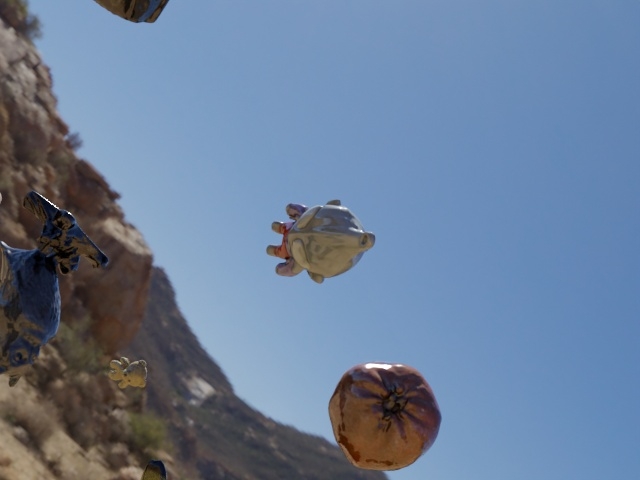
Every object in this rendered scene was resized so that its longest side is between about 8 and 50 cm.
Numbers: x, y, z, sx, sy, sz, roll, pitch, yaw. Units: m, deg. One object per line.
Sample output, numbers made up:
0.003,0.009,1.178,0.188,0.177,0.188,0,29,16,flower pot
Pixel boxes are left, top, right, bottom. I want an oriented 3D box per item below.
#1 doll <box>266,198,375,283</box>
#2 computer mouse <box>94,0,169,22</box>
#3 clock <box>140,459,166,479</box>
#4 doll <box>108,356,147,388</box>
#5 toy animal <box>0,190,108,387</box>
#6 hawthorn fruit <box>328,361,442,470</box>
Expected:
0.000,0.000,0.999,0.075,0.102,0.227,13,-4,-29,doll
-0.199,-0.390,0.938,0.170,0.100,0.269,45,-54,16,computer mouse
-0.140,0.264,0.610,0.170,0.232,0.069,20,-58,8,clock
-0.381,0.263,1.653,0.051,0.062,0.093,5,-2,-35,doll
-0.354,0.058,0.974,0.117,0.210,0.121,15,-27,15,toy animal
0.036,0.112,0.513,0.066,0.067,0.103,36,-21,12,hawthorn fruit
